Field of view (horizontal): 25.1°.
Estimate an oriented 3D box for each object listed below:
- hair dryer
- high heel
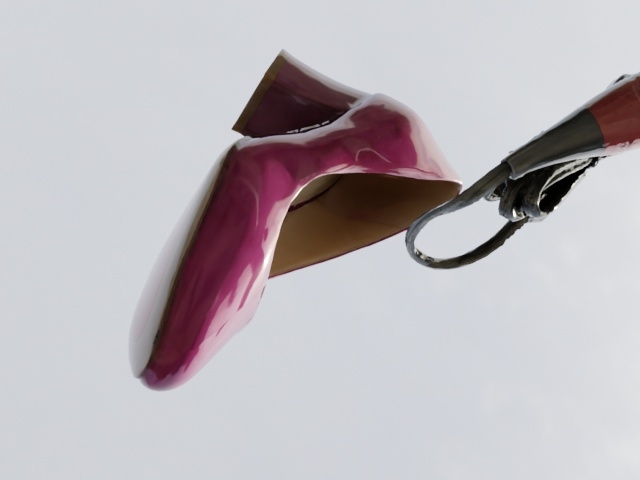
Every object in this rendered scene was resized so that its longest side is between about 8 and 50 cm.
[{"bbox_3d":[0.192,-0.065,0.685,0.080,0.293,0.223,55,-160,2],"label":"hair dryer"},{"bbox_3d":[0.000,0.000,0.981,0.181,0.127,0.377,31,-140,-6],"label":"high heel"}]
